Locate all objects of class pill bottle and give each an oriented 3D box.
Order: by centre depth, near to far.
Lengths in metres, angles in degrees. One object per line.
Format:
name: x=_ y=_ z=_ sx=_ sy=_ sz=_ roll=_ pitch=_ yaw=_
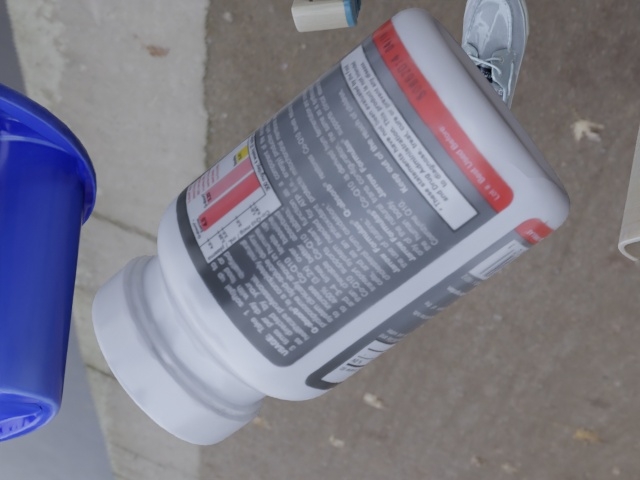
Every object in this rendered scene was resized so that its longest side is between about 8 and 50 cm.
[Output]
pill bottle: x=0.000 y=0.000 z=0.828 sx=0.363 sy=0.210 sz=0.210 roll=-37 pitch=122 yaw=15

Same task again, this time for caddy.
caddy: x=-0.280 y=0.009 z=0.528 sx=0.341 sy=0.179 sz=0.241 roll=-14 pitch=155 yaw=25

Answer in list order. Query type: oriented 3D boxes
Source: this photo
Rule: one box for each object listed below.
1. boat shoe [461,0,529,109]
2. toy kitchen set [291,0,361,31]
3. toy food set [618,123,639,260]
boat shoe: x=0.205 y=-0.204 z=1.224 sx=0.079 sy=0.081 sz=0.228 roll=9 pitch=124 yaw=14
toy kitchen set: x=0.031 y=-0.343 z=1.130 sx=0.122 sy=0.207 sz=0.166 roll=-4 pitch=122 yaw=9
toy food set: x=0.499 y=-0.100 z=1.245 sx=0.092 sy=0.220 sz=0.306 roll=22 pitch=162 yaw=-19
